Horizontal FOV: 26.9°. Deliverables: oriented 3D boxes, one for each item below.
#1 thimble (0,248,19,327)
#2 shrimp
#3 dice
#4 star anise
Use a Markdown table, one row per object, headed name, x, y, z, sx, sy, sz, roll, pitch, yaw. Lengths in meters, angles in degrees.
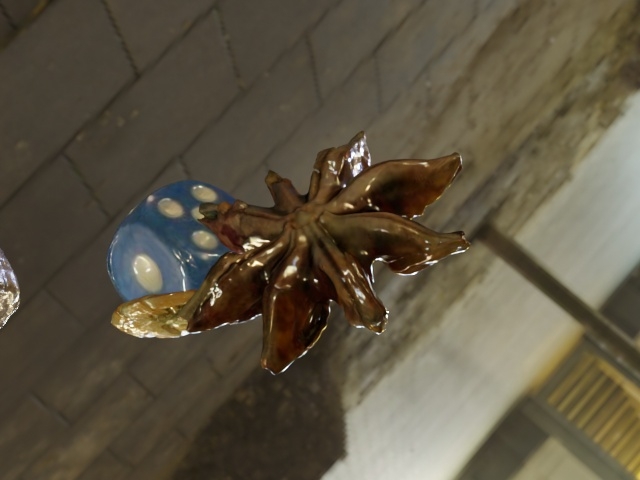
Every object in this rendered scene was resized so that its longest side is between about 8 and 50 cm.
| name | x | y | z | sx | sy | sz | roll | pitch | yaw |
| --- | --- | --- | --- | --- | --- | --- | --- | --- | --- |
| thimble | -0.372 | 0.046 | 1.292 | 0.150 | 0.097 | 0.150 | -28 | 160 | -11 |
| shrimp | -0.115 | 0.058 | 1.293 | 0.180 | 0.041 | 0.099 | -11 | 156 | -1 |
| dice | -0.165 | 0.022 | 1.641 | 0.146 | 0.143 | 0.146 | -30 | 157 | -48 |
| star anise | 0.000 | -0.001 | 1.158 | 0.288 | 0.288 | 0.088 | -44 | 135 | -19 |
